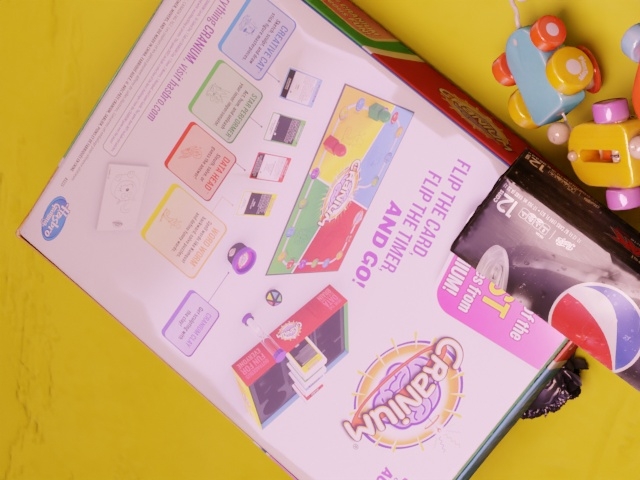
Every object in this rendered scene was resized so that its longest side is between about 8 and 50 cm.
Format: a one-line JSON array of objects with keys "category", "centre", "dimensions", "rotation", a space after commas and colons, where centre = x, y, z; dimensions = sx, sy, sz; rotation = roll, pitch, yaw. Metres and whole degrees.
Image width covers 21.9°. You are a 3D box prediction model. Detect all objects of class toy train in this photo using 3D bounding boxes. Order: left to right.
[{"category": "toy train", "centre": [0.154, -0.090, 0.864], "dimensions": [0.166, 0.046, 0.125], "rotation": [46, 142, 46]}]

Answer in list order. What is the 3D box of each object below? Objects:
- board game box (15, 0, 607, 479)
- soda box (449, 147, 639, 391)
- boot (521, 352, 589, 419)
[{"category": "board game box", "centre": [0.000, 0.000, 0.989], "dimensions": [0.316, 0.064, 0.242], "rotation": [41, 111, 12]}, {"category": "soda box", "centre": [0.154, 0.027, 0.860], "dimensions": [0.169, 0.060, 0.053], "rotation": [37, 116, 5]}, {"category": "boot", "centre": [0.101, 0.064, 1.026], "dimensions": [0.121, 0.045, 0.099], "rotation": [-16, 102, 35]}]
